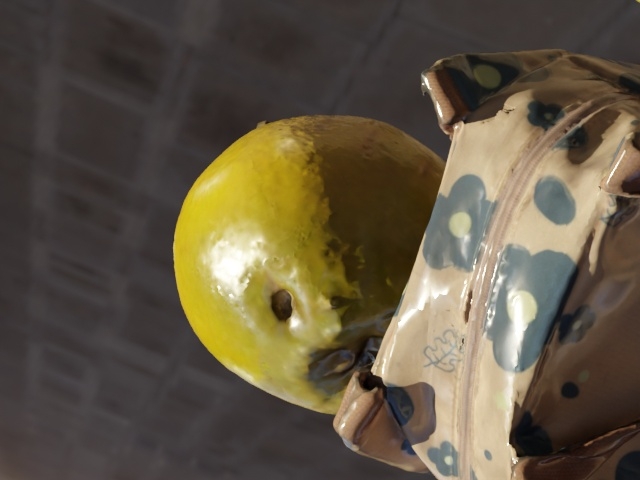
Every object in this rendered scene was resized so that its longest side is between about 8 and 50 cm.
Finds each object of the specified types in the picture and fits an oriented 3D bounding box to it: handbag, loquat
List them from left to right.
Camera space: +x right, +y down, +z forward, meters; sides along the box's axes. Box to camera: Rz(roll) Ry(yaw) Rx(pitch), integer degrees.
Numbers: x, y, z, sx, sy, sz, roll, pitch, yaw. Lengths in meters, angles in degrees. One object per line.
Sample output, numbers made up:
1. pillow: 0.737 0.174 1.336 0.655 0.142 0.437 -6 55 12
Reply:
1. loquat: 0.000 0.000 1.364 0.213 0.213 0.246 33 -157 -40
2. handbag: 0.130 0.032 0.988 0.190 0.251 0.193 21 -170 39

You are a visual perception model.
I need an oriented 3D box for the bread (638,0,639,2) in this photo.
1. bread: 0.160 -0.154 0.446 0.124 0.186 0.257 29 126 22
